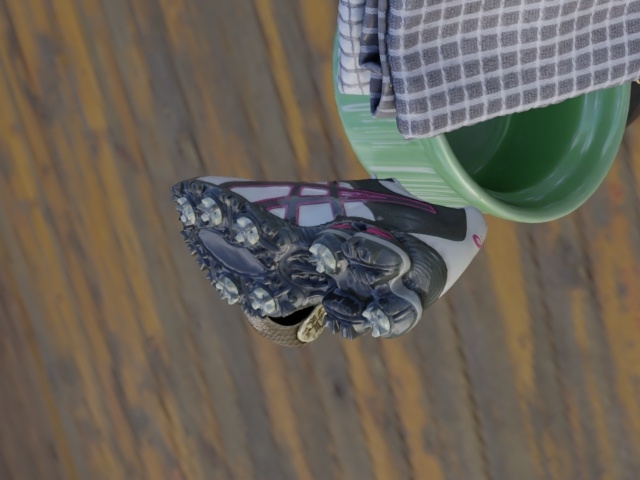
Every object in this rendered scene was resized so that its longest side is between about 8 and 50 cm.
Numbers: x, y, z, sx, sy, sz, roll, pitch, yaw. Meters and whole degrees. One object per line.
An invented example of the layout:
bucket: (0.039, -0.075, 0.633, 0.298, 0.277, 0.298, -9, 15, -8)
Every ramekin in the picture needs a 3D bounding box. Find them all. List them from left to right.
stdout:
ramekin: (0.153, -0.167, 1.681, 0.148, 0.303, 0.303, 0, 110, 47)

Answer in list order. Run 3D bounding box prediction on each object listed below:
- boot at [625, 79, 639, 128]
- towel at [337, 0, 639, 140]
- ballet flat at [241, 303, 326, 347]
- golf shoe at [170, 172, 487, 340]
boot: (0.369, -0.204, 2.267, 0.138, 0.377, 0.284, 49, 118, 12)
towel: (0.156, -0.217, 1.367, 0.121, 0.284, 0.235, 54, 152, 42)
ballet flat: (-0.047, 0.032, 1.684, 0.058, 0.084, 0.250, 17, 153, 36)
golf shoe: (0.000, 0.000, 1.300, 0.273, 0.120, 0.105, 18, 129, 42)
